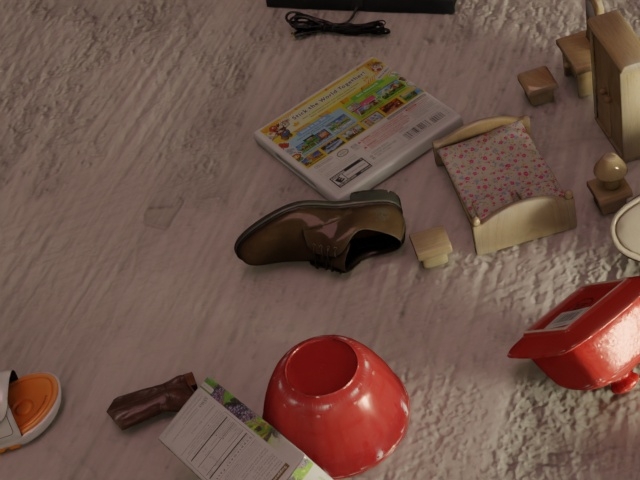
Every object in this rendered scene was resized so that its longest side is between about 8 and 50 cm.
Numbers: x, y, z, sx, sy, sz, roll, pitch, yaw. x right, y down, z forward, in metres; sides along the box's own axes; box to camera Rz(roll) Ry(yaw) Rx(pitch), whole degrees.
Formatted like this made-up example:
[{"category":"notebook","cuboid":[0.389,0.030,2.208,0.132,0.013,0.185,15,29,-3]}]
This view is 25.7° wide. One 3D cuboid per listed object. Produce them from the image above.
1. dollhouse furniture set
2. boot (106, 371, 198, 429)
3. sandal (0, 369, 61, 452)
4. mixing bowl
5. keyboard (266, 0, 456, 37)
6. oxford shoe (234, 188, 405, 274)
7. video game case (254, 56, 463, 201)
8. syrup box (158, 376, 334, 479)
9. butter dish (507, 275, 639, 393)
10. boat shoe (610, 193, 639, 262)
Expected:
[{"category":"dollhouse furniture set","cuboid":[0.248,-0.166,1.861,0.356,0.173,0.303,-17,44,-3]},{"category":"boot","cuboid":[-0.198,0.211,1.701,0.114,0.037,0.106,-17,32,-7]},{"category":"sandal","cuboid":[-0.450,0.220,1.729,0.265,0.076,0.102,-20,45,-5]},{"category":"mixing bowl","cuboid":[0.009,0.177,1.640,0.181,0.098,0.181,-8,45,8]},{"category":"keyboard","cuboid":[0.062,-0.388,2.225,0.317,0.033,0.201,5,48,19]},{"category":"oxford shoe","cuboid":[0.000,0.000,1.827,0.227,0.082,0.096,-13,49,3]},{"category":"video game case","cuboid":[0.053,-0.158,2.007,0.227,0.026,0.206,-35,48,-18]},{"category":"syrup box","cuboid":[-0.073,0.247,1.533,0.096,0.093,0.237,-51,33,-9]},{"category":"butter dish","cuboid":[0.322,0.122,1.610,0.160,0.118,0.160,-35,6,-20]},{"category":"boat shoe","cuboid":[0.522,-0.037,1.739,0.335,0.095,0.112,-16,80,3]}]
